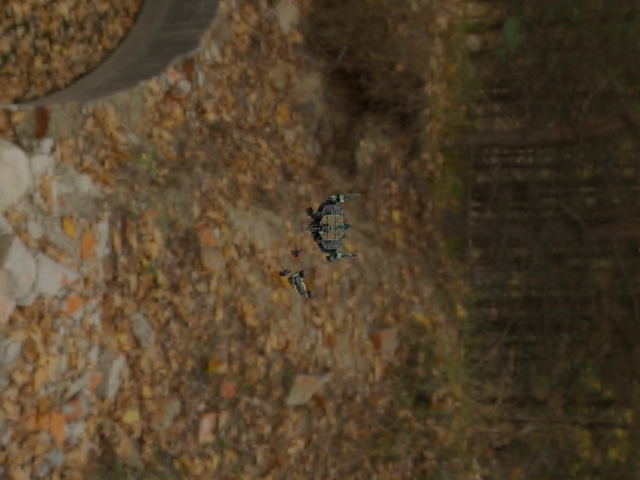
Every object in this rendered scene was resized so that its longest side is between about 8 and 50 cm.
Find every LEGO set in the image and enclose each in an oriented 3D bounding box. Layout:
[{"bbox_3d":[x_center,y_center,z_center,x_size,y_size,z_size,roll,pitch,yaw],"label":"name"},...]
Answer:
[{"bbox_3d":[-0.002,-0.001,0.677,0.083,0.023,0.054,-39,116,-26],"label":"LEGO set"}]
